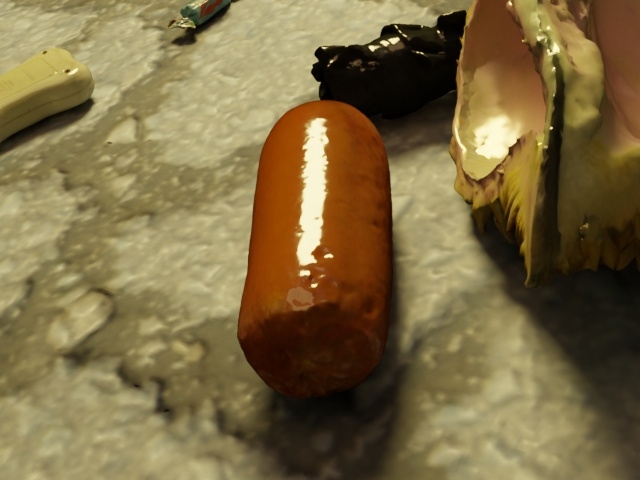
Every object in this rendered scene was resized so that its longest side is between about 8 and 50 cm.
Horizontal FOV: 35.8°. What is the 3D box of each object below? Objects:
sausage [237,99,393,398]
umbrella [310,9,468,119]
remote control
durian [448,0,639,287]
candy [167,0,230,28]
[{"bbox_3d":[0.000,0.000,0.517,0.076,0.076,0.198,-8,40,10],"label":"sausage"},{"bbox_3d":[0.111,-0.130,0.654,0.235,0.059,0.066,-16,-5,-6],"label":"umbrella"},{"bbox_3d":[-0.238,-0.107,0.767,0.122,0.032,0.074,-31,40,-18],"label":"remote control"},{"bbox_3d":[0.165,-0.070,0.495,0.195,0.186,0.305,4,42,-6],"label":"durian"},{"bbox_3d":[-0.096,-0.199,0.841,0.030,0.020,0.083,15,46,34],"label":"candy"}]
